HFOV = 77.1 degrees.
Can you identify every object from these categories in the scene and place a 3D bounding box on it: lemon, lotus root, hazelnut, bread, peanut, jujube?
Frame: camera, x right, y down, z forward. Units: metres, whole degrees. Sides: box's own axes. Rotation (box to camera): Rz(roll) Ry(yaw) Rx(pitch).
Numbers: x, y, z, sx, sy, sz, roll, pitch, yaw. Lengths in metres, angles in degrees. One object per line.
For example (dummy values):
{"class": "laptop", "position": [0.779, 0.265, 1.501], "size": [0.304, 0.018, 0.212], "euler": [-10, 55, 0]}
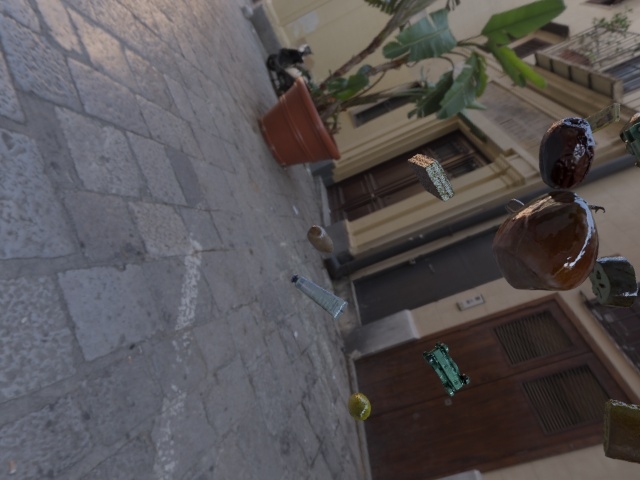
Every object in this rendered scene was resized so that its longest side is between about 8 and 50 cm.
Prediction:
{"class": "lemon", "position": [0.135, 0.579, 1.396], "size": [0.110, 0.082, 0.082], "euler": [-119, -175, -81]}
{"class": "lotus root", "position": [1.234, 0.164, 1.698], "size": [0.138, 0.119, 0.234], "euler": [80, 8, -65]}
{"class": "hazelnut", "position": [0.769, 0.008, 1.363], "size": [0.372, 0.315, 0.372], "euler": [-62, 168, -23]}
{"class": "bread", "position": [0.697, 0.410, 0.838], "size": [0.103, 0.172, 0.131], "euler": [-1, 93, -61]}
{"class": "peanut", "position": [0.000, 0.000, 1.580], "size": [0.152, 0.076, 0.076], "euler": [53, 18, -38]}
{"class": "jujube", "position": [0.852, -0.304, 1.405], "size": [0.183, 0.184, 0.243], "euler": [-97, 179, -53]}
{"class": "bread", "position": [0.229, -0.131, 0.831], "size": [0.090, 0.035, 0.094], "euler": [52, 5, -22]}

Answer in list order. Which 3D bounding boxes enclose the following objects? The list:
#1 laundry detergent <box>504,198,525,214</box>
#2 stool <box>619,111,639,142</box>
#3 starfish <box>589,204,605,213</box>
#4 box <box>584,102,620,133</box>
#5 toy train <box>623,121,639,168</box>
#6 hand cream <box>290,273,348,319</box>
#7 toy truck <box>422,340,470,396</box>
{"class": "laundry detergent", "position": [1.048, -0.100, 2.012], "size": [0.237, 0.076, 0.171], "euler": [34, 19, -22]}
{"class": "stool", "position": [0.999, -0.374, 1.102], "size": [0.264, 0.179, 0.179], "euler": [101, -16, -45]}
{"class": "starfish", "position": [1.170, -0.134, 1.719], "size": [0.091, 0.078, 0.028], "euler": [15, 83, -39]}
{"class": "box", "position": [1.107, -0.476, 1.584], "size": [0.149, 0.020, 0.073], "euler": [143, -45, -74]}
{"class": "toy train", "position": [0.836, -0.214, 1.011], "size": [0.125, 0.081, 0.193], "euler": [8, 62, -51]}
{"class": "hand cream", "position": [-0.013, 0.243, 1.807], "size": [0.276, 0.095, 0.059], "euler": [33, -9, 14]}
{"class": "toy truck", "position": [0.384, 0.396, 1.250], "size": [0.154, 0.080, 0.078], "euler": [56, -10, 7]}
